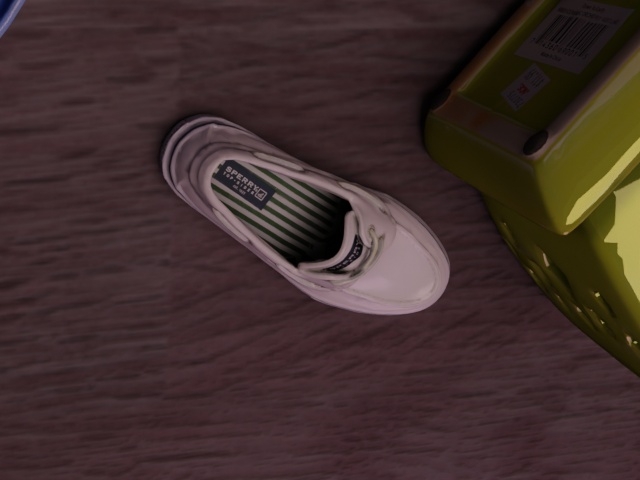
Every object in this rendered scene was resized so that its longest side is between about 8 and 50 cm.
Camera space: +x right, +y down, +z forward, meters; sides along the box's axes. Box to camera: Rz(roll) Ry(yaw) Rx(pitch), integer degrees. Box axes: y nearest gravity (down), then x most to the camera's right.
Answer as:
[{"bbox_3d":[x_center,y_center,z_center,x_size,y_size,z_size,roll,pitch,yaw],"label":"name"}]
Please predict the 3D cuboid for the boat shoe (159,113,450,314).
[{"bbox_3d":[0.000,0.000,0.840,0.226,0.076,0.083,24,100,-30],"label":"boat shoe"}]

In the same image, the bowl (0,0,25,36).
[{"bbox_3d":[-0.309,-0.215,0.613,0.391,0.077,0.391,-9,115,-20],"label":"bowl"}]

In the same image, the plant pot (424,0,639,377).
[{"bbox_3d":[0.211,-0.059,0.830,0.207,0.228,0.227,42,91,-24],"label":"plant pot"}]
